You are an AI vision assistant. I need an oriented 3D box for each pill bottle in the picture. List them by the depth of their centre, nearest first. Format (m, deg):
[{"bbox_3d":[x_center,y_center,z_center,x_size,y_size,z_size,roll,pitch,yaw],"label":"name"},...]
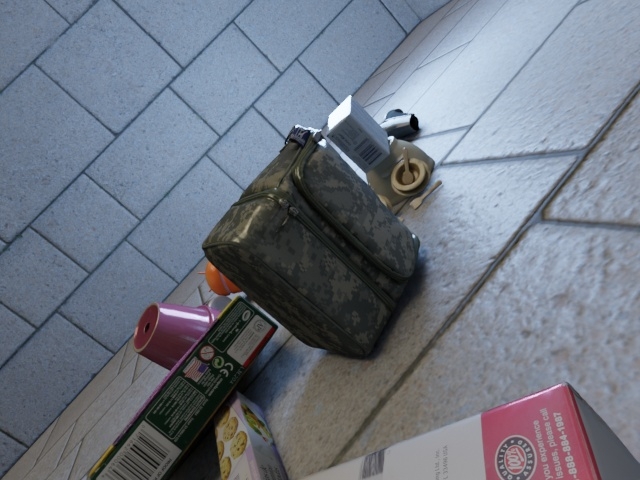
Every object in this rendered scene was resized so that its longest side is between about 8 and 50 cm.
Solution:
[{"bbox_3d":[-0.329,0.231,1.394,0.169,0.094,0.094,-30,23,44],"label":"pill bottle"}]

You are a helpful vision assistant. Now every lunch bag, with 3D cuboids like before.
[{"bbox_3d":[0.000,0.000,0.753,0.256,0.305,0.212,-55,19,-24],"label":"lunch bag"}]

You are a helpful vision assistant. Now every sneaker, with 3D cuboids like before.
[{"bbox_3d":[0.250,-0.352,1.402,0.118,0.083,0.222,-12,26,31],"label":"sneaker"}]

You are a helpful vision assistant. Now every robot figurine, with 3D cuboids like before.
[{"bbox_3d":[-0.247,0.088,1.389,0.219,0.128,0.158,-20,-5,-2],"label":"robot figurine"}]

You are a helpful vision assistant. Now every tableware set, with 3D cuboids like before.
[{"bbox_3d":[0.144,-0.100,0.977,0.194,0.039,0.128,-44,54,7],"label":"tableware set"}]

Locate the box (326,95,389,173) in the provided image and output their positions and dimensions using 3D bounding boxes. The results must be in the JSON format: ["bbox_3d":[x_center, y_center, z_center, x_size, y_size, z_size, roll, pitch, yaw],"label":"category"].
[{"bbox_3d":[0.083,-0.236,1.030,0.072,0.126,0.137,-39,22,26],"label":"box"}]

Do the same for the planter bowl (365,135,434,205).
[{"bbox_3d":[0.167,-0.172,1.088,0.162,0.109,0.162,-42,17,16],"label":"planter bowl"}]

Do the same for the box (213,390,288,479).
[{"bbox_3d":[-0.102,0.321,0.672,0.067,0.063,0.324,-50,17,-5],"label":"box"}]

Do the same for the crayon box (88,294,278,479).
[{"bbox_3d":[-0.247,0.292,0.910,0.363,0.106,0.313,-52,1,-18],"label":"crayon box"}]

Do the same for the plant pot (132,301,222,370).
[{"bbox_3d":[-0.366,0.247,1.191,0.201,0.180,0.202,-29,46,36],"label":"plant pot"}]

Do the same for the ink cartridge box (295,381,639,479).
[{"bbox_3d":[0.078,0.249,0.302,0.283,0.117,0.207,-36,19,30],"label":"ink cartridge box"}]
